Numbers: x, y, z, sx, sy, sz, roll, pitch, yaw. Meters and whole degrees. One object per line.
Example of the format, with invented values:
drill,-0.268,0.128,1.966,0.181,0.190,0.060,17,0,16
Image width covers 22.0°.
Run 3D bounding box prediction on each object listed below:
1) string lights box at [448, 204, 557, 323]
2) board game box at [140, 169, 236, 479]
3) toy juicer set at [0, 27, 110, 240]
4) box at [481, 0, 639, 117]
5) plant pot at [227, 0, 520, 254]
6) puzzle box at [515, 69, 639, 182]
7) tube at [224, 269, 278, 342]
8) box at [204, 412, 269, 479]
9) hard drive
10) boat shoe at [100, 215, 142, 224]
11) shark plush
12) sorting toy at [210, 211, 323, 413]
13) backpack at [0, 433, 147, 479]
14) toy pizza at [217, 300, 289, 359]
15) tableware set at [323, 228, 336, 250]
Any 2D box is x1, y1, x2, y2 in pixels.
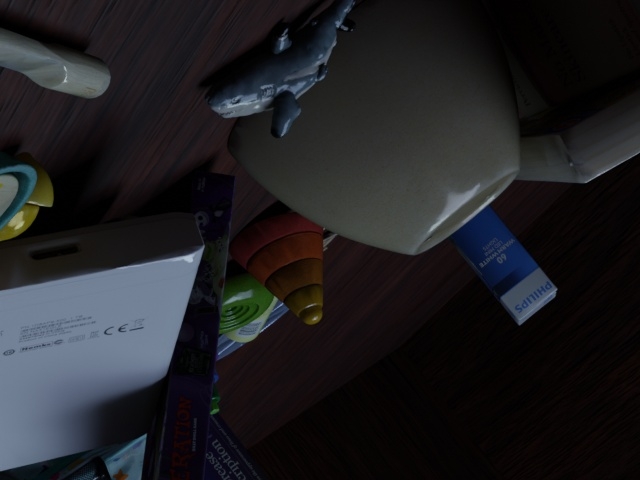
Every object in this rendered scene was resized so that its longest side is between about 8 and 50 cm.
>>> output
string lights box,0.240,-0.002,2.427,0.077,0.259,0.133,-38,170,1
board game box,-0.133,0.130,1.587,0.056,0.347,0.208,7,158,-5
toy juicer set,-0.225,-0.021,1.094,0.329,0.089,0.209,-44,169,30
box,0.268,-0.232,1.602,0.127,0.148,0.232,-32,-176,-28
plant pot,0.081,-0.099,1.574,0.284,0.191,0.284,-37,171,-7
puzzle box,0.316,-0.143,1.607,0.272,0.052,0.409,-30,-176,-2
tube,-0.071,0.048,2.142,0.240,0.062,0.070,122,-17,-52
box,-0.207,0.296,2.159,0.184,0.261,0.103,-33,169,-33
hard drive,-0.239,0.101,1.407,0.233,0.047,0.353,-11,152,-20
boat shoe,-0.240,0.072,1.485,0.257,0.095,0.095,-44,163,34
shark plush,-0.020,-0.153,1.362,0.161,0.073,0.067,-35,141,8
sorting toy,-0.085,0.108,2.035,0.127,0.126,0.365,-8,152,-35
backpack,-0.293,0.263,1.811,0.253,0.191,0.225,-22,-171,-42
toy pizza,-0.100,0.109,2.380,0.201,0.032,0.201,-37,172,-6
tableware set,0.000,0.000,2.269,0.141,0.020,0.168,-28,167,-47
